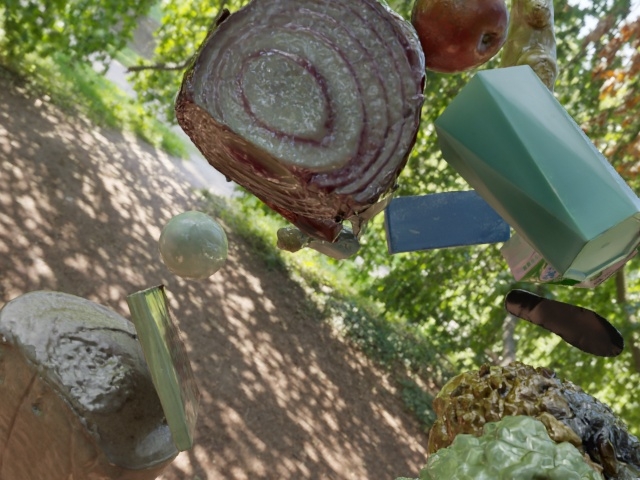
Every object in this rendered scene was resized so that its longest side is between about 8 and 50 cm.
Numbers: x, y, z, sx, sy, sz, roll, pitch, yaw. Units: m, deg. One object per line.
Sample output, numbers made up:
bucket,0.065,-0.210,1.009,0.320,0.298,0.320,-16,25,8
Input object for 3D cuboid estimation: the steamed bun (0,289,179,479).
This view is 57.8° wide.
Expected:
steamed bun,-0.325,0.218,0.782,0.301,0.251,0.199,45,29,9

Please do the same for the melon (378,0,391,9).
melon,0.077,-0.363,1.101,0.124,0.196,0.323,-19,56,-30

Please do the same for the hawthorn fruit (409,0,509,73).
hawthorn fruit,0.248,-0.381,1.028,0.173,0.173,0.173,37,6,-5

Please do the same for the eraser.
eraser,0.318,-0.049,1.455,0.311,0.144,0.042,-5,-6,-4

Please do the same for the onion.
onion,-0.015,-0.144,0.591,0.216,0.206,0.207,36,-11,-12

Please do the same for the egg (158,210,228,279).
egg,-0.283,0.010,1.290,0.151,0.151,0.209,38,-16,7

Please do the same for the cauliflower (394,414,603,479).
cauliflower,0.090,0.238,0.269,0.281,0.327,0.260,-7,-39,39

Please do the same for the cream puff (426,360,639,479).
cream puff,0.317,0.317,0.811,0.327,0.231,0.343,23,40,-24

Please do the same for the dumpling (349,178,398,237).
dumpling,0.096,-0.159,1.321,0.175,0.243,0.227,32,34,-4

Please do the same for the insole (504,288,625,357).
insole,0.629,0.211,1.511,0.309,0.110,0.012,21,14,31

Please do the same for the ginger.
ginger,0.444,-0.401,1.290,0.166,0.376,0.236,-3,19,29

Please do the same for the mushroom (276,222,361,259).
mushroom,0.000,-0.002,1.357,0.278,0.099,0.096,10,51,-49

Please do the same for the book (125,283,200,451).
book,-0.174,0.132,0.670,0.232,0.022,0.162,164,-93,-79

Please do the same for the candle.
candle,-0.086,-0.088,1.142,0.301,0.059,0.084,35,-29,0

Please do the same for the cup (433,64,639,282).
cup,0.250,-0.073,0.654,0.236,0.148,0.134,60,-24,33

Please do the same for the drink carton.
drink carton,0.574,0.022,1.348,0.271,0.161,0.108,7,46,-26
